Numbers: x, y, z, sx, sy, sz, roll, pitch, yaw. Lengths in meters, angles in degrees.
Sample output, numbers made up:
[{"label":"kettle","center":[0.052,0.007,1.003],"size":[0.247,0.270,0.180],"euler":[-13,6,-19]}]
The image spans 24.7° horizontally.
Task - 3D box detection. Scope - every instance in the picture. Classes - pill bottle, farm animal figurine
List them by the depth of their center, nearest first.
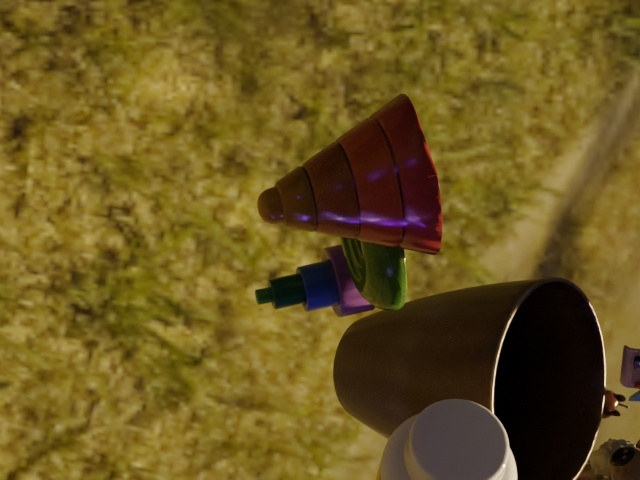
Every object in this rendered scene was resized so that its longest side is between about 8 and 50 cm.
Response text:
[{"label":"pill bottle","center":[0.104,0.226,1.279],"size":[0.117,0.117,0.215],"euler":[-55,165,-32]},{"label":"farm animal figurine","center":[0.348,0.338,1.768],"size":[0.327,0.172,0.330],"euler":[59,38,-47]}]

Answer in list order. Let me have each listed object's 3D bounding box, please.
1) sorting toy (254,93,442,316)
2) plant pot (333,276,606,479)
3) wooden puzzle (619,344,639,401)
[{"label":"sorting toy","center":[0.000,0.000,1.182],"size":[0.126,0.365,0.127],"euler":[-12,75,-11]},{"label":"plant pot","center":[0.133,0.138,1.471],"size":[0.215,0.230,0.215],"euler":[-4,95,-51]},{"label":"wooden puzzle","center":[0.333,0.130,1.442],"size":[0.116,0.078,0.014],"euler":[72,30,-48]}]
